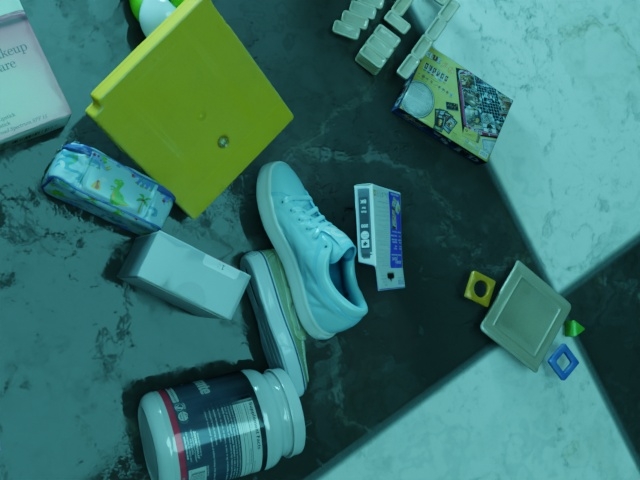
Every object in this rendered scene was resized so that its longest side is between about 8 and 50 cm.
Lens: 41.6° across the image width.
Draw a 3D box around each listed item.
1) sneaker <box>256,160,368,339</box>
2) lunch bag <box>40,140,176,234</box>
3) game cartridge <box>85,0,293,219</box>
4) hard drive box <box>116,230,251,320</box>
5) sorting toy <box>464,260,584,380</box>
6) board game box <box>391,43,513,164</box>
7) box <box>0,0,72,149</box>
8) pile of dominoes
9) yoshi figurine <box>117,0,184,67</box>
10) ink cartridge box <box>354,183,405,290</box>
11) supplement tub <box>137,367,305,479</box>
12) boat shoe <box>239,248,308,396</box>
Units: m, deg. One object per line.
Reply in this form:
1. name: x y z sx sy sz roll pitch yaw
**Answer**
1. sneaker: 0.000 0.000 1.635 0.135 0.150 0.365 -15 82 -57
2. lunch bag: -0.382 -0.088 1.506 0.219 0.176 0.090 27 73 -21
3. game cartridge: -0.226 -0.233 1.512 0.285 0.053 0.323 -47 135 -8
4. hard drive box: -0.252 0.066 1.518 0.181 0.232 0.089 28 78 -19
5. sorting toy: 0.457 0.171 1.902 0.348 0.047 0.196 38 70 -17
6. board game box: 0.293 -0.297 1.857 0.243 0.042 0.165 29 77 -18
7. box: -0.554 -0.289 1.469 0.149 0.127 0.232 -27 98 -20
8. pile of dominoes: 0.158 -0.473 1.816 0.196 0.040 0.251 37 70 -3
9. yoshi figurine: -0.294 -0.357 1.556 0.203 0.203 0.362 -18 97 -6
10. ink cartridge box: 0.122 -0.003 1.703 0.045 0.206 0.208 -5 86 20
11. supplement tub: -0.184 0.346 1.555 0.272 0.191 0.191 -10 91 -22
12. boat shoe: -0.070 0.158 1.657 0.094 0.109 0.302 -17 91 -24
